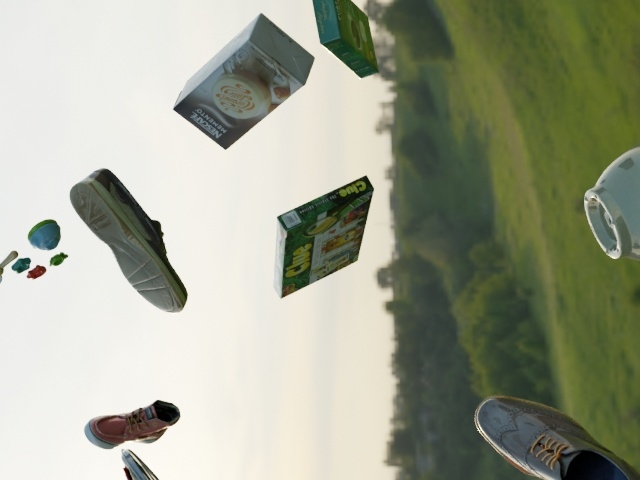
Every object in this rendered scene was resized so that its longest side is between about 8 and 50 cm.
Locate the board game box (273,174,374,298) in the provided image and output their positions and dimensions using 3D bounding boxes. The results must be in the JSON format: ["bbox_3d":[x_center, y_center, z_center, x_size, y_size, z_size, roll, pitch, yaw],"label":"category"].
[{"bbox_3d":[0.000,0.000,1.700,0.030,0.136,0.259,62,167,19],"label":"board game box"}]

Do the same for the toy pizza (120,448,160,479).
[{"bbox_3d":[-0.215,0.368,1.665,0.201,0.032,0.201,49,171,10],"label":"toy pizza"}]

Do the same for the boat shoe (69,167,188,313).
[{"bbox_3d":[-0.311,-0.003,2.086,0.285,0.103,0.092,52,-133,-15],"label":"boat shoe"}]

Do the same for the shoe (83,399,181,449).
[{"bbox_3d":[-0.322,0.313,2.104,0.178,0.081,0.063,10,-135,-54],"label":"shoe"}]

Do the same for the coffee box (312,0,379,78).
[{"bbox_3d":[0.041,-0.353,2.040,0.184,0.040,0.113,23,-126,-66],"label":"coffee box"}]

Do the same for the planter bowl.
[{"bbox_3d":[0.409,-0.040,1.567,0.162,0.109,0.162,159,90,-84],"label":"planter bowl"}]

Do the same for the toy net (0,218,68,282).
[{"bbox_3d":[-0.609,0.047,2.402,0.045,0.232,0.122,50,154,23],"label":"toy net"}]

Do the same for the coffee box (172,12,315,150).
[{"bbox_3d":[-0.147,-0.299,2.326,0.246,0.141,0.098,-36,26,39],"label":"coffee box"}]

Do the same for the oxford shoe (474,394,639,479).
[{"bbox_3d":[0.421,0.367,2.132,0.130,0.364,0.133,-60,-30,-5],"label":"oxford shoe"}]
